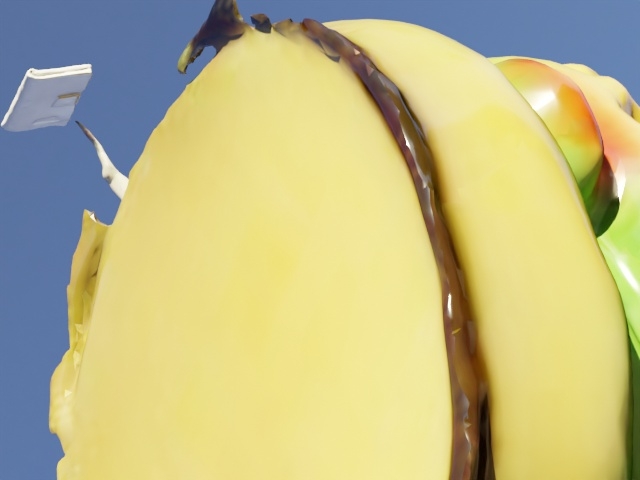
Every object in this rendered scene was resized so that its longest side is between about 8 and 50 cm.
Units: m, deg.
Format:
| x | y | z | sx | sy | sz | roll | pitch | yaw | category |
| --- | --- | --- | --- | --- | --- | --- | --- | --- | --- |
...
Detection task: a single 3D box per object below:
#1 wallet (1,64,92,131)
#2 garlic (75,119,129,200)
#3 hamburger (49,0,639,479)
| x | y | z | sx | sy | sz | roll | pitch | yaw | category |
| --- | --- | --- | --- | --- | --- | --- | --- | --- | --- |
| -0.173 | -0.090 | 1.111 | 0.044 | 0.083 | 0.011 | -8 | -107 | -24 | wallet |
| 0.000 | 0.000 | 1.371 | 0.246 | 0.231 | 0.340 | 69 | -163 | 13 | garlic |
| 0.034 | 0.060 | 0.465 | 0.149 | 0.237 | 0.237 | 8 | -85 | -31 | hamburger |
